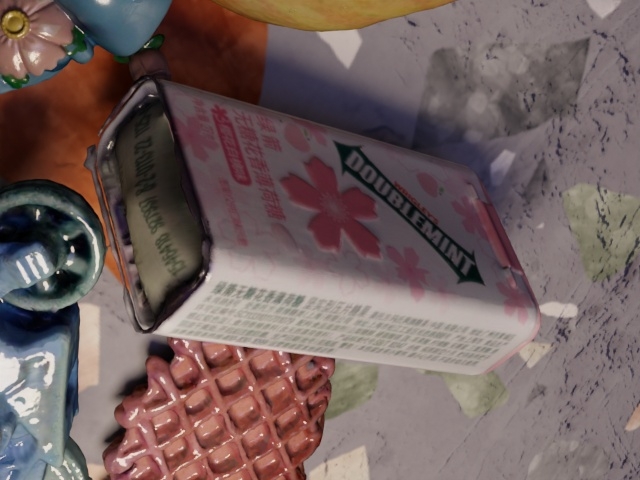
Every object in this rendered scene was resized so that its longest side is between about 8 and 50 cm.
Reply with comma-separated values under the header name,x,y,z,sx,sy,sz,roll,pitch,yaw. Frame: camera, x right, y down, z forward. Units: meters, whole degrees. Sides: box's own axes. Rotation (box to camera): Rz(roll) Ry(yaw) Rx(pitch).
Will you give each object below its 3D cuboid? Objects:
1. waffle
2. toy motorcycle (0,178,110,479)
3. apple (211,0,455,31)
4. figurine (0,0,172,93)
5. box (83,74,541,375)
name,x,y,z,sx,sy,sz,roll,pitch,yaw
waffle,-0.085,0.166,1.155,0.221,0.055,0.234,16,104,-35
toy motorcycle,-0.285,0.102,0.930,0.241,0.182,0.319,-5,117,-27
apple,0.022,-0.321,0.781,0.391,0.391,0.347,-27,112,-16
figurine,-0.176,-0.162,0.923,0.178,0.114,0.144,-37,150,6
box,0.000,0.000,1.011,0.369,0.190,0.112,12,135,-40
